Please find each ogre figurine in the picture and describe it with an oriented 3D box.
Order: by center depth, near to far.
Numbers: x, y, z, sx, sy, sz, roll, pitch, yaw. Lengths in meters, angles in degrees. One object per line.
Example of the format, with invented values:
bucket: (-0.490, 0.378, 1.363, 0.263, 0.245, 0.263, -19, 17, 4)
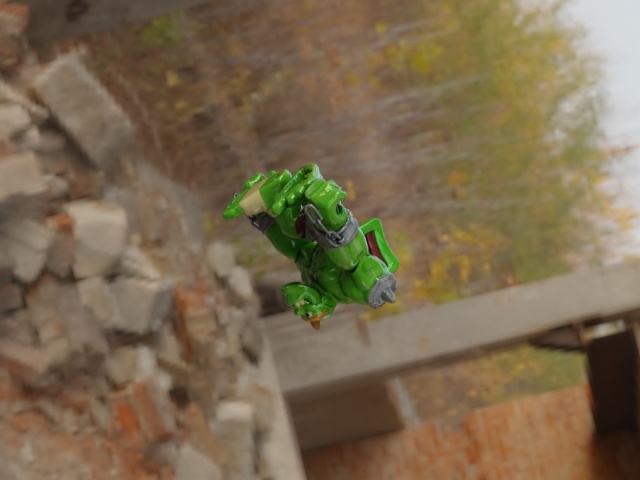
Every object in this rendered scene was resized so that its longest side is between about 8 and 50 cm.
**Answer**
ogre figurine: (0.000, 0.000, 1.201, 0.118, 0.097, 0.197, 53, -33, -14)
